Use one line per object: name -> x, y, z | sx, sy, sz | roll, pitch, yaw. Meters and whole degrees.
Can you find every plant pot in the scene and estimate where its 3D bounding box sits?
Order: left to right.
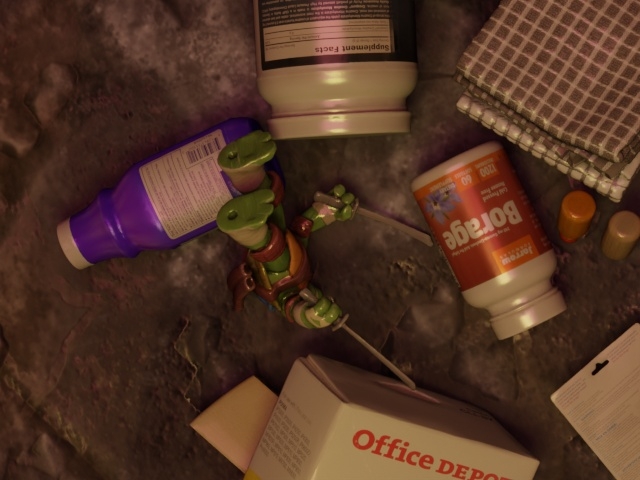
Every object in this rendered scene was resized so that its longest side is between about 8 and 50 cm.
plant pot -> -0.083, 0.224, 1.896 | 0.109, 0.109, 0.096 | 40, 87, 7

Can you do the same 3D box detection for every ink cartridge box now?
ink cartridge box -> 0.040, 0.360, 1.785 | 0.279, 0.160, 0.385 | 19, 98, -25

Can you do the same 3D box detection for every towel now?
towel -> 0.311, -0.221, 1.739 | 0.235, 0.121, 0.284 | 34, 79, 12

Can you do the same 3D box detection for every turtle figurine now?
turtle figurine -> 0.000, 0.000, 1.796 | 0.274, 0.266, 0.198 | 16, 64, 35

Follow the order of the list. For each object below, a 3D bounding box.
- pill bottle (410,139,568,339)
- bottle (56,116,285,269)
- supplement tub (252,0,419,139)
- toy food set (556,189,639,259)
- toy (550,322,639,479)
pill bottle -> 0.203, 0.001, 1.814 | 0.121, 0.121, 0.216 | -27, 88, 11
bottle -> -0.188, -0.049, 1.903 | 0.282, 0.092, 0.118 | -25, 87, 12
supplement tub -> 0.016, -0.257, 1.801 | 0.191, 0.191, 0.272 | -2, 93, 11
toy food set -> 0.396, -0.042, 1.803 | 0.232, 0.104, 0.111 | -27, 74, -6
toy -> 0.390, 0.229, 1.819 | 0.137, 0.056, 0.237 | -40, 92, -4
